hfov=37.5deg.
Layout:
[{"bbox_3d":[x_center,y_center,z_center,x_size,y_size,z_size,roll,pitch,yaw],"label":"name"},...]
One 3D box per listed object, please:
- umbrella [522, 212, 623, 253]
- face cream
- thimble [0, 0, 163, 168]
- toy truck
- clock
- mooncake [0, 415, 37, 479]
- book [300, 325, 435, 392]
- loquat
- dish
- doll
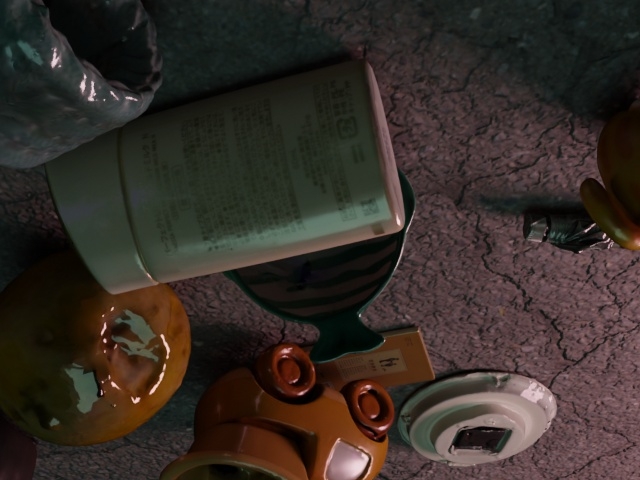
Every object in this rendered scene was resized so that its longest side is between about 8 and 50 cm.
[{"bbox_3d":[0.326,-0.010,1.074,0.188,0.050,0.046,4,116,-7],"label":"umbrella"},{"bbox_3d":[-0.101,-0.055,0.934,0.349,0.173,0.081,-13,177,13],"label":"face cream"},{"bbox_3d":[-0.237,-0.170,0.772,0.143,0.198,0.235,-20,168,17],"label":"thimble"},{"bbox_3d":[-0.052,0.275,1.243,0.288,0.211,0.204,30,135,-20],"label":"toy truck"},{"bbox_3d":[0.232,0.276,1.384,0.237,0.053,0.236,0,139,0],"label":"clock"},{"bbox_3d":[-0.576,0.346,1.357,0.306,0.154,0.306,1,137,1],"label":"mooncake"},{"bbox_3d":[0.062,0.169,1.287,0.172,0.012,0.118,-11,137,10],"label":"book"},{"bbox_3d":[-0.269,0.119,1.075,0.244,0.243,0.243,-1,138,-1],"label":"loquat"},{"bbox_3d":[0.000,0.000,1.000,0.224,0.246,0.078,-16,-179,11],"label":"dish"},{"bbox_3d":[0.389,-0.106,0.894,0.167,0.162,0.269,33,118,-14],"label":"doll"}]
